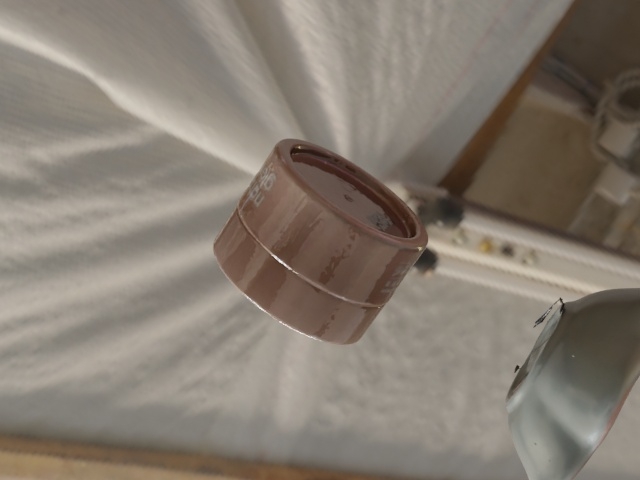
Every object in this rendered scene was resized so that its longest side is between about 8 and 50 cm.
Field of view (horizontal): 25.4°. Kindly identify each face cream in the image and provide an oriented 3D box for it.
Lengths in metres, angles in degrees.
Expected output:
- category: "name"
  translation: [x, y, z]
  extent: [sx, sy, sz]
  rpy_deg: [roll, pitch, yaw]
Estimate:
- category: "face cream"
  translation: [0.000, 0.000, 1.160]
  extent: [0.149, 0.149, 0.104]
  rpy_deg: [15, -64, -44]

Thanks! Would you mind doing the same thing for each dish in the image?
- category: "dish"
  translation: [0.215, 0.115, 1.240]
  extent: [0.229, 0.081, 0.229]
  rpy_deg: [-59, -3, -5]
